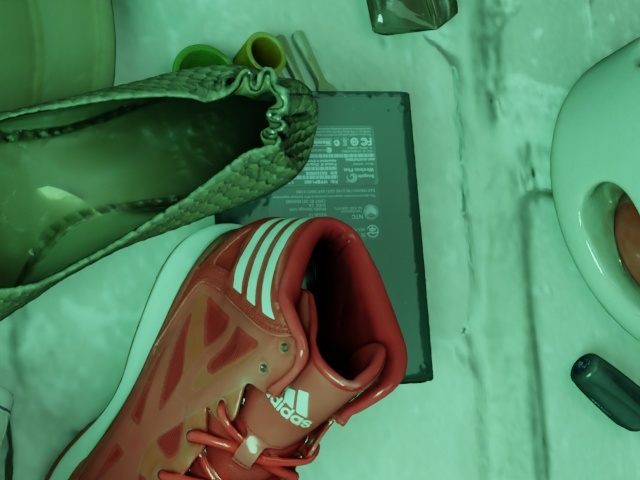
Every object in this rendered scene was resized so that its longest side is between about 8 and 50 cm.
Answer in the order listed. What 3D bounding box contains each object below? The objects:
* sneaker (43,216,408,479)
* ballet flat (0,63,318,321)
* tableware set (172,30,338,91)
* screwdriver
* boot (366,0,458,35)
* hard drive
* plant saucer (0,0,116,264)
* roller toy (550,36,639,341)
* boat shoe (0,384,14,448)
[{"bbox_3d":[-0.041,0.085,0.557,0.087,0.128,0.221,21,71,-23],"label":"sneaker"},{"bbox_3d":[-0.095,-0.021,0.569,0.250,0.058,0.084,-21,84,-38],"label":"ballet flat"},{"bbox_3d":[-0.008,-0.030,0.709,0.104,0.024,0.154,-23,86,-39],"label":"tableware set"},{"bbox_3d":[0.192,0.115,0.801,0.170,0.025,0.024,43,52,-25],"label":"screwdriver"},{"bbox_3d":[0.059,-0.163,0.800,0.106,0.037,0.114,-14,77,-25],"label":"boot"},{"bbox_3d":[0.000,0.000,0.675,0.094,0.022,0.135,-1,80,-17],"label":"hard drive"},{"bbox_3d":[-0.212,-0.098,0.581,0.278,0.041,0.278,13,65,-31],"label":"plant saucer"},{"bbox_3d":[0.236,-0.034,0.803,0.191,0.146,0.209,18,63,-28],"label":"roller toy"},{"bbox_3d":[-0.163,0.062,0.556,0.100,0.035,0.035,24,56,-33],"label":"boat shoe"}]
